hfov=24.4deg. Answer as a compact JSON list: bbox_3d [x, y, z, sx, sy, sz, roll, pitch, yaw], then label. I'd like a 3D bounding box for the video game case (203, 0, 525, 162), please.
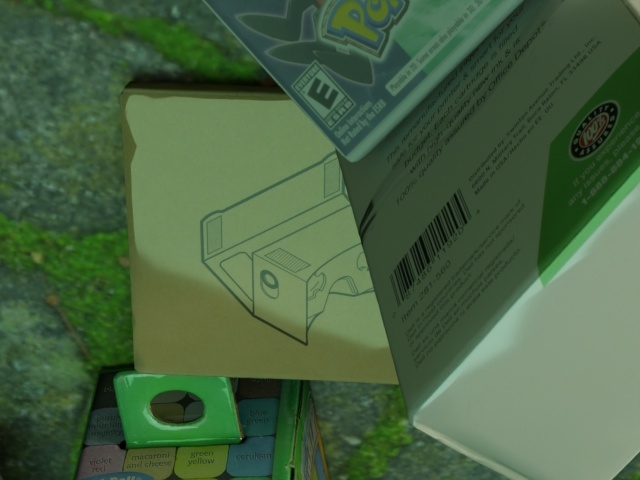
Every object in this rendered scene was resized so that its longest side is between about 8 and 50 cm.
[{"bbox_3d":[0.015,-0.159,0.598,0.183,0.023,0.201,48,126,2],"label":"video game case"}]

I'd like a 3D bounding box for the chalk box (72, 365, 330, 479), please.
[{"bbox_3d":[-0.069,0.159,0.877,0.132,0.132,0.213,-4,132,9],"label":"chalk box"}]

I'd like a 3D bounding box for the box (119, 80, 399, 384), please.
[{"bbox_3d":[0.000,0.000,0.768,0.201,0.021,0.164,2,114,4],"label":"box"}]

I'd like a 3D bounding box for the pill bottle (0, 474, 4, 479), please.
[{"bbox_3d":[-0.241,0.283,0.979,0.176,0.176,0.319,1,132,5],"label":"pill bottle"}]

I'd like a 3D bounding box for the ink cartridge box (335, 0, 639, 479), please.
[{"bbox_3d":[0.097,-0.028,0.612,0.092,0.219,0.160,30,114,-23],"label":"ink cartridge box"}]
